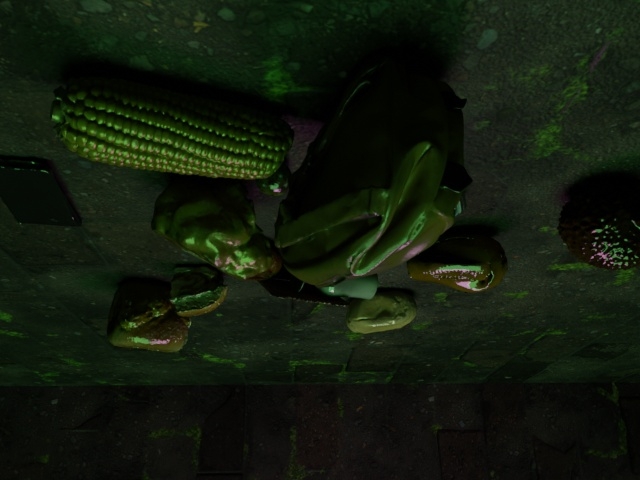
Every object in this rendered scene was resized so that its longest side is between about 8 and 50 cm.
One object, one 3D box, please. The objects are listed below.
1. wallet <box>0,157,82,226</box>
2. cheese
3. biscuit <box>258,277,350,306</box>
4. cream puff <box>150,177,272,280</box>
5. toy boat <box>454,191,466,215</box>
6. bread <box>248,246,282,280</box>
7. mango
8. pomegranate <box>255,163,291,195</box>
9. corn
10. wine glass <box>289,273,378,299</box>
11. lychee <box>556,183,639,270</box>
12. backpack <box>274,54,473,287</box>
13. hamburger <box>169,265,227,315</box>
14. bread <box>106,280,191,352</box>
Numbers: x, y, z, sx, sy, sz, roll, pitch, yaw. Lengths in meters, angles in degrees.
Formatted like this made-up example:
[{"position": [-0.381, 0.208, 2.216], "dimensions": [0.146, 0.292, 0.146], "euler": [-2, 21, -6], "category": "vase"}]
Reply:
[{"position": [-0.611, -0.095, 1.333], "dimensions": [0.145, 0.030, 0.285], "euler": [6, 157, -6], "category": "wallet"}, {"position": [0.195, 0.237, 2.015], "dimensions": [0.225, 0.118, 0.214], "euler": [-4, 163, -4], "category": "cheese"}, {"position": [-0.057, 0.141, 1.765], "dimensions": [0.231, 0.013, 0.237], "euler": [9, -174, -21], "category": "biscuit"}, {"position": [-0.201, -0.039, 1.279], "dimensions": [0.281, 0.185, 0.282], "euler": [26, 171, 5], "category": "cream puff"}, {"position": [0.274, -0.088, 1.332], "dimensions": [0.066, 0.059, 0.140], "euler": [-18, 155, 10], "category": "toy boat"}, {"position": [-0.189, 0.049, 1.637], "dimensions": [0.193, 0.064, 0.193], "euler": [5, 155, 2], "category": "bread"}, {"position": [0.339, 0.058, 1.567], "dimensions": [0.248, 0.156, 0.151], "euler": [-7, -168, 18], "category": "mango"}, {"position": [-0.092, -0.128, 1.229], "dimensions": [0.073, 0.073, 0.085], "euler": [-3, 141, 6], "category": "pomegranate"}, {"position": [-0.235, -0.174, 1.025], "dimensions": [0.386, 0.144, 0.144], "euler": [10, 154, -18], "category": "corn"}, {"position": [0.040, 0.106, 1.723], "dimensions": [0.230, 0.103, 0.103], "euler": [8, 155, -25], "category": "wine glass"}, {"position": [0.618, -0.030, 1.322], "dimensions": [0.199, 0.200, 0.238], "euler": [8, 170, -20], "category": "lychee"}, {"position": [0.075, -0.093, 0.997], "dimensions": [0.201, 0.354, 0.378], "euler": [27, 147, -24], "category": "backpack"}, {"position": [-0.340, 0.165, 1.805], "dimensions": [0.155, 0.136, 0.208], "euler": [2, 159, -2], "category": "hamburger"}, {"position": [-0.491, 0.229, 1.873], "dimensions": [0.246, 0.196, 0.176], "euler": [15, 159, -35], "category": "bread"}]
